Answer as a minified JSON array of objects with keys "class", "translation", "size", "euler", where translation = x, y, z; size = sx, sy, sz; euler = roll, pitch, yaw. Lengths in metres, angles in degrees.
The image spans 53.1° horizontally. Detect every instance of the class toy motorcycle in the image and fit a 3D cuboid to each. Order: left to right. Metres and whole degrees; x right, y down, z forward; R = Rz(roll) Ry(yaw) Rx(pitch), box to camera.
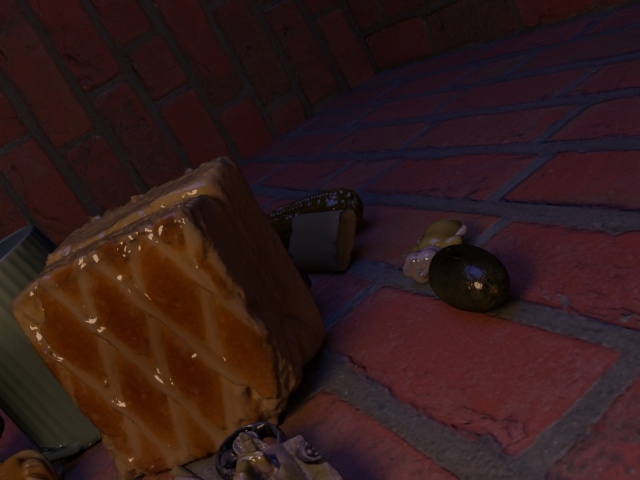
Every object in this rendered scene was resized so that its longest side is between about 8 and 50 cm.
[{"class":"toy motorcycle","translation":[-0.067,0.317,0.692],"size":[0.223,0.108,0.340],"euler":[-31,25,-22]}]

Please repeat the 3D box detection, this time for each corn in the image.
[{"class":"corn","translation":[-0.044,-0.044,1.583],"size":[0.363,0.120,0.120],"euler":[-18,22,37]}]

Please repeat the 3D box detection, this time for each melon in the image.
[{"class":"melon","translation":[0.222,0.057,0.959],"size":[0.099,0.099,0.162],"euler":[-33,18,-10]}]

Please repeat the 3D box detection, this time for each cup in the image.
[{"class":"cup","translation":[-0.531,0.214,1.229],"size":[0.310,0.392,0.401],"euler":[-34,23,3]}]

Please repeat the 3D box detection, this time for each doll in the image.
[{"class":"doll","translation":[0.204,0.017,1.143],"size":[0.106,0.062,0.162],"euler":[-19,20,40]}]

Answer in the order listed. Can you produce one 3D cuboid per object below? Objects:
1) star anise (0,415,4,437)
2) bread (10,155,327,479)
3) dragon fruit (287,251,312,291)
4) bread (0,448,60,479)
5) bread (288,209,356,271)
[{"class":"star anise","translation":[-0.661,0.426,1.208],"size":[0.262,0.081,0.230],"euler":[135,153,-72]},{"class":"bread","translation":[-0.233,0.120,1.029],"size":[0.371,0.390,0.279],"euler":[-22,15,17]},{"class":"dragon fruit","translation":[-0.108,0.092,1.243],"size":[0.188,0.182,0.182],"euler":[-24,19,20]},{"class":"bread","translation":[-0.539,0.462,0.976],"size":[0.311,0.121,0.173],"euler":[-33,31,-9]},{"class":"bread","translation":[0.000,-0.001,1.403],"size":[0.178,0.060,0.139],"euler":[-5,73,52]}]
